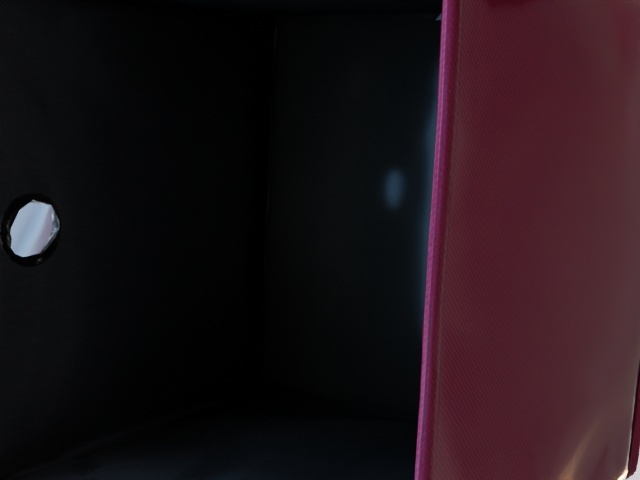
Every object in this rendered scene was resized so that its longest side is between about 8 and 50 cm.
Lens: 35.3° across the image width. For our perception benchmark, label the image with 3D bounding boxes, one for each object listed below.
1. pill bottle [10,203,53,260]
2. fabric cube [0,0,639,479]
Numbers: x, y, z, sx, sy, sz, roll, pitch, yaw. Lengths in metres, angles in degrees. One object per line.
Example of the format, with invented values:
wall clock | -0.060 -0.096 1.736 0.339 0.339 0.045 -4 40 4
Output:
pill bottle | -0.107 -0.029 0.729 0.334 0.188 0.188 13 -102 -51
fabric cube | 0.000 0.000 0.475 0.258 0.259 0.254 -11 -74 -56
